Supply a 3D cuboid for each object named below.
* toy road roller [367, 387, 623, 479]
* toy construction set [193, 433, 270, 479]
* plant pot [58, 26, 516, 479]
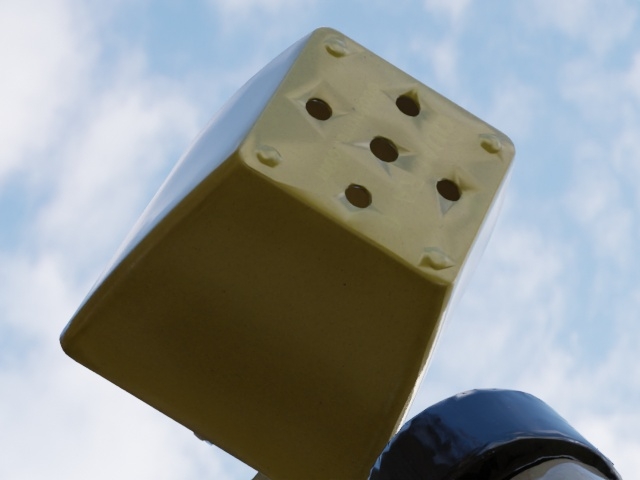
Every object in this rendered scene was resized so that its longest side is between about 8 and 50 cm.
[{"bbox_3d":[0.051,0.237,0.657,0.330,0.202,0.240,-35,-62,-7],"label":"toy road roller"},{"bbox_3d":[-0.128,0.252,1.661,0.215,0.151,0.327,40,-90,6],"label":"toy construction set"},{"bbox_3d":[0.000,0.000,1.157,0.212,0.212,0.187,31,-45,-2],"label":"plant pot"}]
